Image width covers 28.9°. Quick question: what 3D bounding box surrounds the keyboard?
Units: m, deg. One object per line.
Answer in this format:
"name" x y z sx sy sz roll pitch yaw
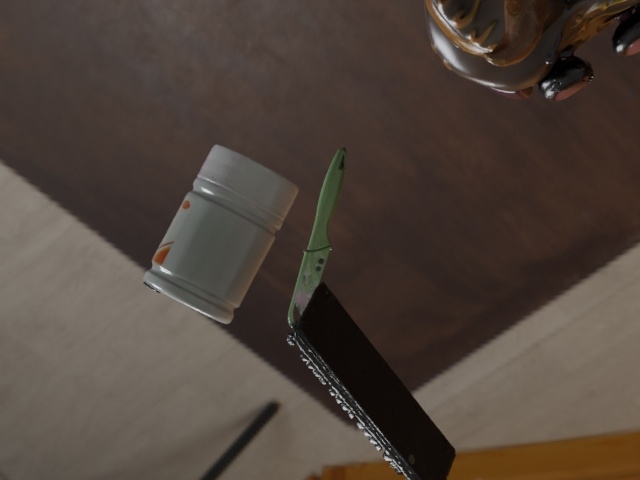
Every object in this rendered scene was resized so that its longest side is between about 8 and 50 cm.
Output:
"keyboard" 0.049 0.141 1.110 0.023 0.072 0.231 -19 120 36

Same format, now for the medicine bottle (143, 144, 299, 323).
"medicine bottle" -0.056 -0.003 0.701 0.057 0.057 0.089 28 87 -18

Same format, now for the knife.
"knife" 0.000 0.000 1.340 0.030 0.014 0.207 13 96 -25

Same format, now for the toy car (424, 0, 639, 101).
"toy car" 0.293 -0.349 1.652 0.341 0.271 0.240 -36 163 15

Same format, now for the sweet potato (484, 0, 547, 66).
"sweet potato" 0.247 -0.289 1.457 0.055 0.058 0.202 29 79 -28
